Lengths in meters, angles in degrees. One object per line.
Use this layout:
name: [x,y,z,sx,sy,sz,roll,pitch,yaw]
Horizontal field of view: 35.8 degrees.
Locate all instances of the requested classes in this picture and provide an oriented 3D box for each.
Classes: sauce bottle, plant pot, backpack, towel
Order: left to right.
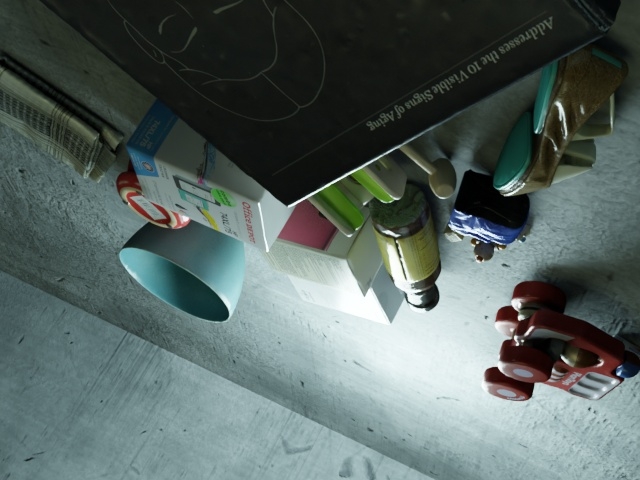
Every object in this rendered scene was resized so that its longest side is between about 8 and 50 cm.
towel: [-0.613,-0.257,2.261,0.324,0.056,0.312,33,156,-10]
plant pot: [-0.305,-0.132,2.024,0.191,0.174,0.191,22,154,12]
plant pot: [-0.287,0.028,2.280,0.290,0.195,0.290,24,155,12]
sauce bottle: [0.169,0.026,1.875,0.111,0.111,0.344,19,153,23]
backpack: [0.279,-0.048,1.630,0.120,0.098,0.101,16,153,7]

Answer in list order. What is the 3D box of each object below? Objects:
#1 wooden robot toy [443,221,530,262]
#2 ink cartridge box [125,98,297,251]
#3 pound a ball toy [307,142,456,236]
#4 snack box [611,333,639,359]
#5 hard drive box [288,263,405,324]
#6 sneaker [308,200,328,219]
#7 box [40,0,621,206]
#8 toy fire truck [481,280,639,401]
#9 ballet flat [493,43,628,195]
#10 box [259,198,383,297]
wooden robot toy: [0.281,-0.001,1.737,0.173,0.079,0.076,7,147,40]
ink cartridge box: [-0.175,-0.147,1.813,0.270,0.197,0.198,23,155,14]
pound a ball toy: [0.053,-0.162,1.652,0.319,0.136,0.208,42,120,-17]
snack box: [0.560,0.230,1.945,0.064,0.022,0.178,30,156,0]
hard drive box: [0.046,0.076,2.136,0.232,0.089,0.181,15,152,30]
sneaker: [0.010,-0.098,1.854,0.063,0.075,0.170,19,153,24]
box: [-0.015,-0.346,1.021,0.472,0.297,0.480,42,139,-21]
toy fire truck: [0.458,0.214,1.871,0.254,0.169,0.302,16,155,2]
ballet flat: [0.337,-0.154,1.374,0.124,0.116,0.342,9,151,-1]
box: [0.000,0.000,1.993,0.232,0.127,0.148,15,152,29]
